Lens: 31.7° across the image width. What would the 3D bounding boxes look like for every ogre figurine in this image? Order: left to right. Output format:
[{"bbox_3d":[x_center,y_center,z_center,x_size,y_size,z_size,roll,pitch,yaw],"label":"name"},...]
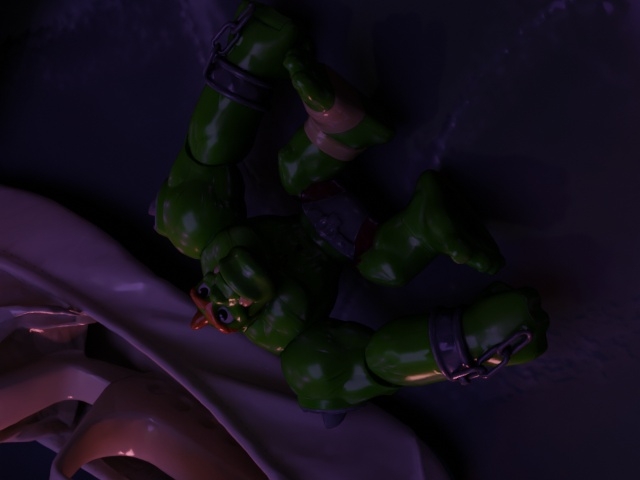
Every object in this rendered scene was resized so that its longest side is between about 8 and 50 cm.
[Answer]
[{"bbox_3d":[0.000,0.000,0.506,0.197,0.097,0.118,42,111,-5],"label":"ogre figurine"}]

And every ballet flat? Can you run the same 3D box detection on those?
[{"bbox_3d":[-0.117,0.080,0.595,0.400,0.139,0.139,27,123,25],"label":"ballet flat"}]
